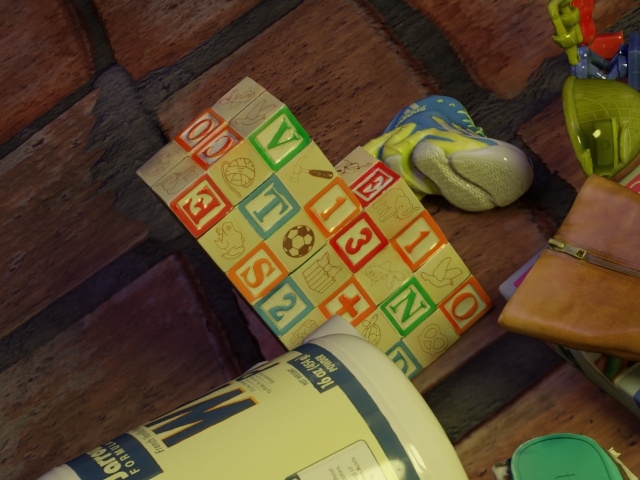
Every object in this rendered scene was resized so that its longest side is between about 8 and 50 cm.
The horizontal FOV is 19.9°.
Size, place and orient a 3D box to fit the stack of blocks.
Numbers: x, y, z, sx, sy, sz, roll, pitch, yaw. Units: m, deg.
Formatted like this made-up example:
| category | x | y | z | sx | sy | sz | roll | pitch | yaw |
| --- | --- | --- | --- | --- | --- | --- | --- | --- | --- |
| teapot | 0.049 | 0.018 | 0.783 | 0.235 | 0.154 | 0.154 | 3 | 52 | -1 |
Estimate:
| category | x | y | z | sx | sy | sz | roll | pitch | yaw |
| --- | --- | --- | --- | --- | --- | --- | --- | --- | --- |
| stack of blocks | 0.000 | 0.000 | 1.587 | 0.171 | 0.297 | 0.087 | -41 | 32 | -5 |

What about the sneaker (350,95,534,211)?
| category | x | y | z | sx | sy | sz | roll | pitch | yaw |
| --- | --- | --- | --- | --- | --- | --- | --- | --- | --- |
| sneaker | 0.128 | -0.098 | 1.783 | 0.240 | 0.091 | 0.126 | 2 | 49 | 47 |

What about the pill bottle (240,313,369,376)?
| category | x | y | z | sx | sy | sz | roll | pitch | yaw |
| --- | --- | --- | --- | --- | --- | --- | --- | --- | --- |
| pill bottle | -0.049 | 0.203 | 1.507 | 0.283 | 0.160 | 0.160 | -41 | 32 | -6 |

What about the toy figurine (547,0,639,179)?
| category | x | y | z | sx | sy | sz | roll | pitch | yaw |
| --- | --- | --- | --- | --- | --- | --- | --- | --- | --- |
| toy figurine | 0.325 | -0.181 | 1.598 | 0.217 | 0.191 | 0.362 | -6 | 18 | 12 |

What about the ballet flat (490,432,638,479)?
| category | x | y | z | sx | sy | sz | roll | pitch | yaw |
| --- | --- | --- | --- | --- | --- | --- | --- | --- | --- |
| ballet flat | 0.196 | 0.288 | 1.193 | 0.147 | 0.147 | 0.409 | -29 | 27 | 13 |

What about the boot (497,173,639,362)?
| category | x | y | z | sx | sy | sz | roll | pitch | yaw |
| --- | --- | --- | --- | --- | --- | --- | --- | --- | --- |
| boot | 0.251 | 0.090 | 1.317 | 0.280 | 0.096 | 0.264 | 20 | 72 | 29 |

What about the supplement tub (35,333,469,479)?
| category | x | y | z | sx | sy | sz | roll | pitch | yaw |
| --- | --- | --- | --- | --- | --- | --- | --- | --- | --- |
| supplement tub | -0.069 | 0.231 | 1.283 | 0.325 | 0.235 | 0.235 | -26 | 29 | -17 |

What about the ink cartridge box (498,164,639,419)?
| category | x | y | z | sx | sy | sz | roll | pitch | yaw |
| --- | --- | --- | --- | --- | --- | --- | --- | --- | --- |
| ink cartridge box | 0.294 | 0.054 | 1.460 | 0.186 | 0.065 | 0.311 | -41 | 34 | -4 |
